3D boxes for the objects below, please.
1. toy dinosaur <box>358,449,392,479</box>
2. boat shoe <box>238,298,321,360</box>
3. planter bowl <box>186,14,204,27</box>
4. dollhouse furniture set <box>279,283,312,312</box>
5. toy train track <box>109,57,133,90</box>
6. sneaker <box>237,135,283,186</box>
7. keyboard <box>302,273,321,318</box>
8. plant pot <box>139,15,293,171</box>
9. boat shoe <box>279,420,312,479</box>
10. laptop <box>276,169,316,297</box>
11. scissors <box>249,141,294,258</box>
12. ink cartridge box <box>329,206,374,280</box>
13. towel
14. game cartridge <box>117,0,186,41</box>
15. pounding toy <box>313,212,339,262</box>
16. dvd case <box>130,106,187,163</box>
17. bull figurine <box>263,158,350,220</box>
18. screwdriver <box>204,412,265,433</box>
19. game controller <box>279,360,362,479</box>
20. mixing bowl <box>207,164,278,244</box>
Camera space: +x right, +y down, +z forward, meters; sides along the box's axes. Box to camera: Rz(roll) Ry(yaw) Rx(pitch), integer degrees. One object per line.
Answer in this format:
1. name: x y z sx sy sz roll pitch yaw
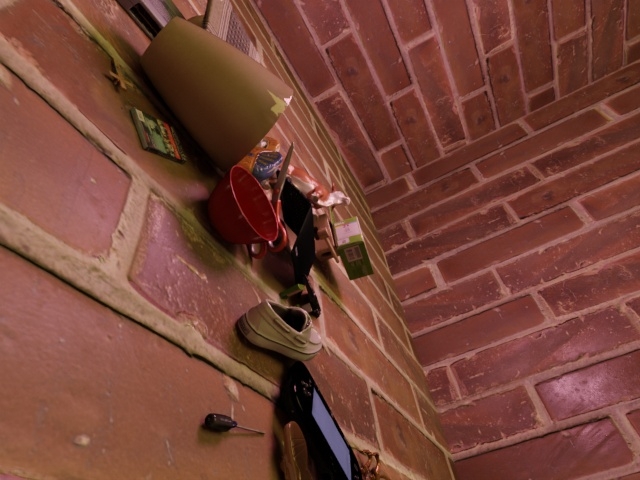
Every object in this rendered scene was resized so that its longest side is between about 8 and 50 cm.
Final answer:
1. toy dinosaur: 0.133 0.592 1.030 0.211 0.064 0.113 22 62 -56
2. boat shoe: -0.060 0.185 0.873 0.267 0.088 0.096 37 14 -48
3. planter bowl: -0.334 -0.621 1.257 0.162 0.109 0.162 58 15 -26
4. dollhouse furniture set: -0.048 0.191 1.022 0.076 0.058 0.152 28 39 -66
5. toy train track: -0.383 -0.312 0.770 0.048 0.014 0.083 23 38 -59
6. sneaker: -0.164 -0.187 1.086 0.111 0.131 0.296 16 24 -6
7. keyboard: -0.018 0.167 1.134 0.180 0.023 0.108 77 -5 -66
8. plant pot: -0.247 -0.340 0.911 0.274 0.256 0.257 39 25 -27
9. boat shoe: -0.049 0.392 0.714 0.050 0.045 0.136 28 42 -54
10. laptop: -0.089 -0.019 1.134 0.264 0.136 0.234 47 -23 29
11. scissors: -0.119 -0.101 0.995 0.021 0.108 0.298 26 62 -52
12. ink cartridge box: 0.108 -0.015 1.493 0.189 0.096 0.255 66 10 -45
13. towel: -0.266 -0.499 1.173 0.312 0.056 0.325 52 41 -65
14. game cartridge: -0.398 -0.558 1.045 0.294 0.060 0.196 48 25 -48
15. pounding toy: 0.001 0.007 1.401 0.206 0.094 0.181 51 23 -69
16. dvd case: -0.320 -0.206 0.814 0.087 0.013 0.119 67 14 10
17. bull figurine: -0.050 -0.166 1.346 0.310 0.101 0.188 28 22 -7
18. screwdriver: -0.130 0.295 0.652 0.025 0.024 0.170 40 -8 32
19. game controller: 0.012 0.411 0.857 0.319 0.067 0.166 63 15 -9
20. mixing bowl: -0.180 -0.060 0.892 0.181 0.098 0.181 56 17 -27
